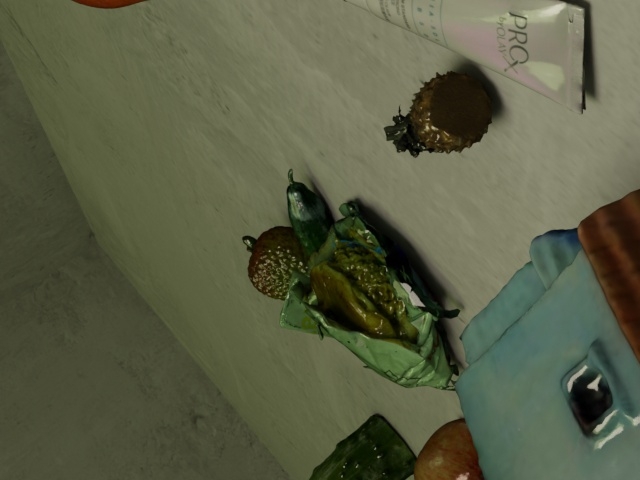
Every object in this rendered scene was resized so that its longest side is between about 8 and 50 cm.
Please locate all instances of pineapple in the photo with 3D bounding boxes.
[{"bbox_3d":[0.102,-0.108,0.998,0.074,0.074,0.159,55,169,-4],"label":"pineapple"}]

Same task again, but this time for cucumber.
[{"bbox_3d":[0.049,0.428,1.939,0.134,0.244,0.134,43,154,27],"label":"cucumber"},{"bbox_3d":[0.000,0.000,1.528,0.056,0.056,0.250,36,159,47],"label":"cucumber"}]

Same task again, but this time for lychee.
[{"bbox_3d":[-0.056,0.033,1.658,0.147,0.114,0.114,26,153,22],"label":"lychee"}]

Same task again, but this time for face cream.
[{"bbox_3d":[0.109,-0.179,0.862,0.244,0.058,0.092,33,150,38],"label":"face cream"}]

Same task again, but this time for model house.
[{"bbox_3d":[0.274,0.079,0.694,0.329,0.252,0.294,114,146,-46],"label":"model house"}]

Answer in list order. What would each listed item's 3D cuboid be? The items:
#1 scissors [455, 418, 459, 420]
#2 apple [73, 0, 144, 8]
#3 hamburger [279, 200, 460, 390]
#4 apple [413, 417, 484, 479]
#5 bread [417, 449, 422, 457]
[{"bbox_3d":[0.248,0.377,1.590,0.144,0.017,0.247,-105,-11,-52],"label":"scissors"},{"bbox_3d":[-0.176,-0.327,1.011,0.272,0.251,0.206,9,139,51],"label":"apple"},{"bbox_3d":[0.049,0.093,1.409,0.260,0.150,0.276,42,159,33],"label":"hamburger"},{"bbox_3d":[0.195,0.297,1.409,0.131,0.146,0.146,19,142,58],"label":"apple"},{"bbox_3d":[0.215,0.389,1.672,0.233,0.076,0.105,61,-178,-35],"label":"bread"}]
